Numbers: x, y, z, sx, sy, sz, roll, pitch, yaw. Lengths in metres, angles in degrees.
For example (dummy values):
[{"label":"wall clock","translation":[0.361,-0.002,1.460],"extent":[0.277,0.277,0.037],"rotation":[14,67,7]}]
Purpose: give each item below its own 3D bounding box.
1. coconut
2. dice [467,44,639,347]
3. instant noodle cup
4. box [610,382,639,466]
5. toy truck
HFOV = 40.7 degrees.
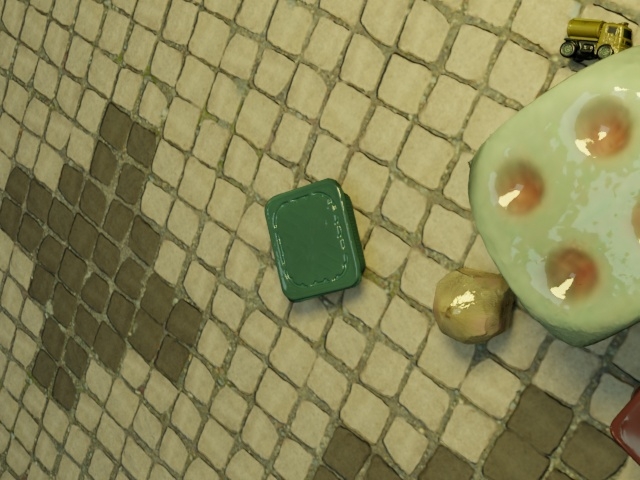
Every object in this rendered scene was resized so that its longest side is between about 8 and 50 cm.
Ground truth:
[{"label":"coconut","translation":[0.209,0.089,1.203],"extent":[0.110,0.124,0.110],"rotation":[5,98,38]},{"label":"dice","translation":[0.355,-0.047,0.996],"extent":[0.268,0.264,0.262],"rotation":[-38,72,32]},{"label":"instant noodle cup","translation":[0.000,0.000,1.389],"extent":[0.157,0.070,0.179],"rotation":[-16,83,35]},{"label":"box","translation":[0.483,0.177,0.980],"extent":[0.193,0.167,0.294],"rotation":[46,118,23]},{"label":"toy truck","translation":[0.359,-0.256,1.112],"extent":[0.083,0.049,0.054],"rotation":[17,102,36]}]
